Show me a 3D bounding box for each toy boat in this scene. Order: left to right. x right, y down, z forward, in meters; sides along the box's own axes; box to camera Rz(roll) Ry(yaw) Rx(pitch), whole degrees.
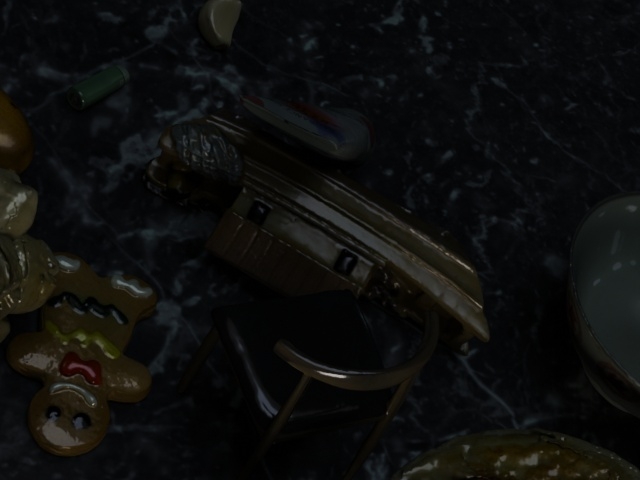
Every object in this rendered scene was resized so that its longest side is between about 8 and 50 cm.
[{"bbox_3d":[0.000,0.000,1.746,0.445,0.136,0.162,28,62,-5],"label":"toy boat"}]

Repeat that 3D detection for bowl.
[{"bbox_3d":[0.419,0.116,1.843,0.337,0.157,0.337,14,50,-17],"label":"bowl"}]

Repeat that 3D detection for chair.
[{"bbox_3d":[-0.013,0.134,1.545,0.188,0.272,0.166,-7,60,-31],"label":"chair"}]

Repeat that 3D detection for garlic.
[{"bbox_3d":[-0.133,-0.286,1.953,0.053,0.041,0.083,24,56,-25],"label":"garlic"}]

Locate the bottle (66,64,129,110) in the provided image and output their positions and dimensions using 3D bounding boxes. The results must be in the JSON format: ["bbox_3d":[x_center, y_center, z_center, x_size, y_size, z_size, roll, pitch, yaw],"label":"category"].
[{"bbox_3d":[-0.268,-0.186,1.818,0.030,0.030,0.083,45,49,10],"label":"bottle"}]

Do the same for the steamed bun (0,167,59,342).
[{"bbox_3d":[-0.357,0.017,1.555,0.192,0.106,0.177,-36,71,3],"label":"steamed bun"}]

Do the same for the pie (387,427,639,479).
[{"bbox_3d":[0.210,0.324,1.567,0.339,0.077,0.339,-6,45,6],"label":"pie"}]

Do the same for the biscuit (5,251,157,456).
[{"bbox_3d":[-0.253,0.119,1.599,0.158,0.035,0.240,14,51,-13],"label":"biscuit"}]

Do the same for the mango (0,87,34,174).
[{"bbox_3d":[-0.442,-0.138,1.651,0.262,0.109,0.157,24,39,-14],"label":"mango"}]

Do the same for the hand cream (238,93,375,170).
[{"bbox_3d":[0.002,-0.130,1.765,0.124,0.077,0.341,29,5,12],"label":"hand cream"}]
